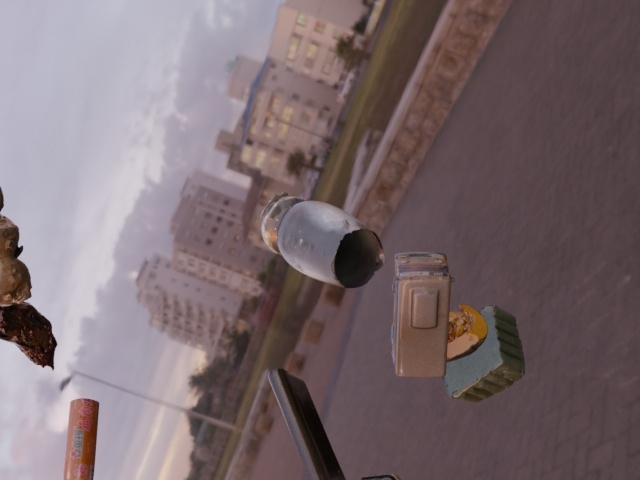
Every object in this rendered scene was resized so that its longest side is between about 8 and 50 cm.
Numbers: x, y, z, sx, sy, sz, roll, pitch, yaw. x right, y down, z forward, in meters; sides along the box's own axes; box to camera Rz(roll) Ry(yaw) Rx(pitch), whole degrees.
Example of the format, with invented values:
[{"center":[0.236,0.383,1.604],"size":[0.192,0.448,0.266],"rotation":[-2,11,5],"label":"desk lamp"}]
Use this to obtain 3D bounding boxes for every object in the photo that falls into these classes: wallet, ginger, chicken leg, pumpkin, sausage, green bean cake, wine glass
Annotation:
[{"center":[-0.018,0.292,1.210],"size":[0.031,0.198,0.110],"rotation":[-31,-30,8],"label":"wallet"},{"center":[-0.497,0.001,1.207],"size":[0.080,0.104,0.204],"rotation":[-22,-75,-41],"label":"ginger"},{"center":[-0.585,0.169,1.551],"size":[0.234,0.063,0.105],"rotation":[42,-112,-48],"label":"chicken leg"},{"center":[0.249,0.200,1.673],"size":[0.119,0.183,0.107],"rotation":[-114,35,-46],"label":"pumpkin"},{"center":[-0.555,0.488,1.862],"size":[0.071,0.071,0.234],"rotation":[114,156,-59],"label":"sausage"},{"center":[0.426,0.304,2.158],"size":[0.227,0.125,0.222],"rotation":[-36,43,36],"label":"green bean cake"},{"center":[0.000,0.000,1.184],"size":[0.204,0.111,0.111],"rotation":[24,94,52],"label":"wine glass"}]

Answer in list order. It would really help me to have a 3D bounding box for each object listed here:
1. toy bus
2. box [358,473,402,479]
[{"center":[0.156,0.117,1.259],"size":[0.103,0.091,0.182],"rotation":[-87,-3,-69],"label":"toy bus"},{"center":[0.064,0.415,1.045],"size":[0.144,0.090,0.201],"rotation":[-37,63,62],"label":"box"}]
